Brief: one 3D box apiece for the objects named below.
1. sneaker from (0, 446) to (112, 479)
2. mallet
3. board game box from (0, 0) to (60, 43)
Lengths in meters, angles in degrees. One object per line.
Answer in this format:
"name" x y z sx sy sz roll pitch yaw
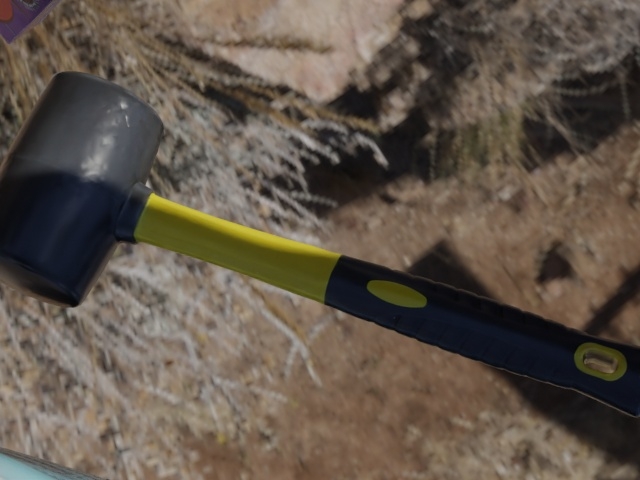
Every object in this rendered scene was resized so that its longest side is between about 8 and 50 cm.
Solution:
"sneaker" -0.050 0.204 0.487 0.127 0.319 0.208 32 82 -57
"mallet" 0.000 0.000 0.412 0.189 0.062 0.039 11 160 10
"board game box" -0.292 -0.316 1.087 0.056 0.208 0.347 -44 101 -24
